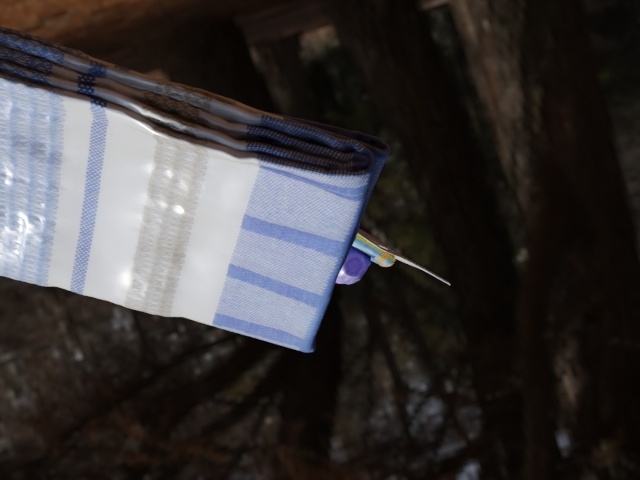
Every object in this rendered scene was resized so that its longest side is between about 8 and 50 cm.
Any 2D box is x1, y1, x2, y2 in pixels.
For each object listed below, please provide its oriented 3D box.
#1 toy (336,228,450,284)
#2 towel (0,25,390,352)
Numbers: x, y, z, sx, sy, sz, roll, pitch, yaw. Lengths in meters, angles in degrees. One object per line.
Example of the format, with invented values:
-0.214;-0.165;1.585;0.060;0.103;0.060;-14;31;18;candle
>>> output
0.000;0.000;1.426;0.056;0.137;0.237;-61;-154;3;toy
-0.123;-0.023;0.809;0.285;0.034;0.209;15;148;-4;towel
